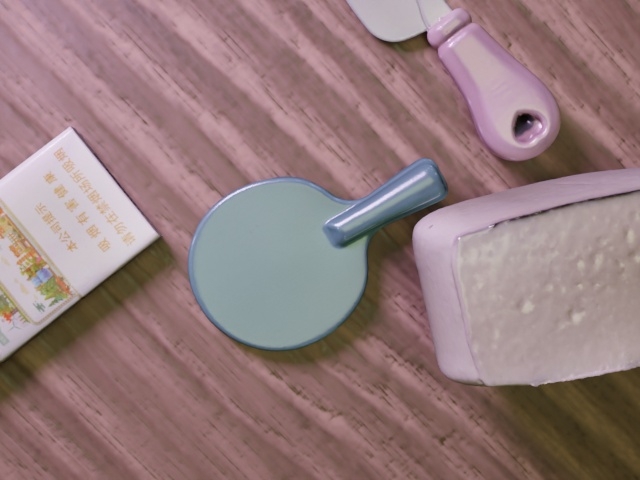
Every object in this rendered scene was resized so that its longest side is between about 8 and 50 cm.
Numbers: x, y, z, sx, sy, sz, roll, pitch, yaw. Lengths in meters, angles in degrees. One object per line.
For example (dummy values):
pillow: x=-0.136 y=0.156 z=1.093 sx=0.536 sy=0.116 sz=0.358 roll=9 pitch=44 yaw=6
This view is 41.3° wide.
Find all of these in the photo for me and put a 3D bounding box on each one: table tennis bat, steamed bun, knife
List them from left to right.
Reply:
table tennis bat: x=0.000 y=0.000 z=0.731 sx=0.237 sy=0.038 sz=0.149 roll=-30 pitch=93 yaw=3
knife: x=0.078 y=-0.201 z=0.732 sx=0.081 sy=0.043 sz=0.336 roll=-41 pitch=89 yaw=6
steamed bun: x=0.197 y=0.025 z=0.680 sx=0.242 sy=0.164 sz=0.146 roll=-13 pitch=95 yaw=-4

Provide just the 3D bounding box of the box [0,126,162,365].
box: x=-0.258 y=0.018 z=0.714 sx=0.220 sy=0.032 sz=0.122 roll=-39 pitch=95 yaw=-1
